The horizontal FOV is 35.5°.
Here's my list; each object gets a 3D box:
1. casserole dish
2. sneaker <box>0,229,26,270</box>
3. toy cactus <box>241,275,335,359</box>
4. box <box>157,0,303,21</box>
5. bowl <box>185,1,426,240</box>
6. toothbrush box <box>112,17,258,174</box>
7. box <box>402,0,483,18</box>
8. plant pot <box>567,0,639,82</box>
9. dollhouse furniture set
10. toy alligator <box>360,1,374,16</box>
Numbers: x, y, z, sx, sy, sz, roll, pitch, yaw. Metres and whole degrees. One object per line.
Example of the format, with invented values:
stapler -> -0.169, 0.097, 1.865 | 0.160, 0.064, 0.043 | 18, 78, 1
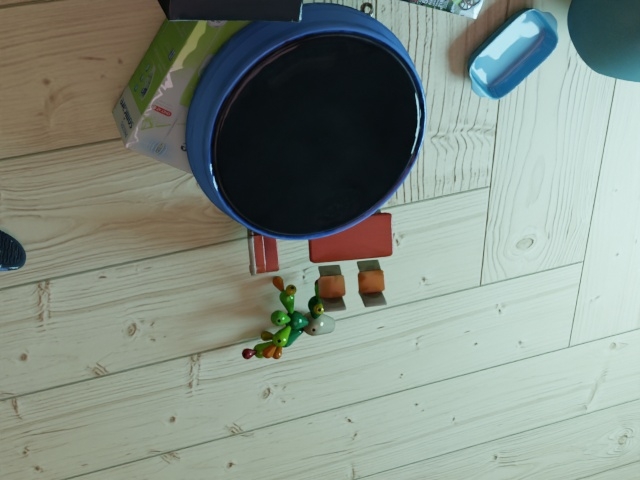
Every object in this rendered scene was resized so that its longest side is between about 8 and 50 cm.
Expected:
casserole dish -> 0.338, -0.336, 1.780 | 0.188, 0.037, 0.114 | -43, 129, 11
sneaker -> -0.588, 0.016, 1.627 | 0.209, 0.069, 0.082 | 11, 152, -39
toy cactus -> -0.045, 0.154, 1.944 | 0.180, 0.112, 0.219 | 14, 116, -52
box -> -0.147, -0.395, 1.382 | 0.184, 0.261, 0.103 | -7, 126, -19
bowl -> -0.013, -0.171, 1.561 | 0.391, 0.077, 0.391 | -12, 125, -18
toothbrush box -> -0.164, -0.250, 1.571 | 0.206, 0.122, 0.283 | 22, 114, -34
box -> 0.224, -0.487, 1.616 | 0.159, 0.044, 0.233 | 6, 121, -27
plant pot -> 0.541, -0.385, 1.708 | 0.290, 0.290, 0.195 | 22, 148, -34
dollhouse furniture set -> 0.000, 0.000, 1.761 | 0.259, 0.135, 0.262 | -6, 107, -4
toy alligator -> 0.039, -0.311, 1.663 | 0.189, 0.056, 0.051 | -55, 168, 17
